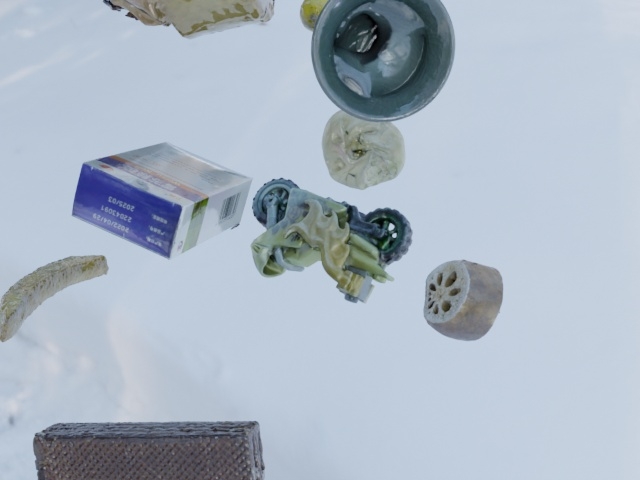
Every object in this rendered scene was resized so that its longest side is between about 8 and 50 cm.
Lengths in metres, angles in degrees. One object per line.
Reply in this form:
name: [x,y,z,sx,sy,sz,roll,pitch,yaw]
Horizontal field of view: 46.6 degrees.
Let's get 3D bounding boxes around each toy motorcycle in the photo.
toy motorcycle: [0.000,0.000,1.672,0.410,0.237,0.168,16,-8,30]

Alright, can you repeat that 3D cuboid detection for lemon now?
lemon: [0.003,-0.469,1.535,0.082,0.082,0.110,25,25,26]

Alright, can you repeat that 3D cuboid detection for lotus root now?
lotus root: [0.216,0.087,1.124,0.081,0.112,0.122,28,59,-33]

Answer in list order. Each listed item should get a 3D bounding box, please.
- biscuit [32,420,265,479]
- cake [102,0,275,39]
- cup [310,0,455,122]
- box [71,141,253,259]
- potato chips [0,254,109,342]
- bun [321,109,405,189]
biscuit: [-0.285,0.359,1.230,0.388,0.107,0.073,-3,8,11]
cake: [-0.250,-0.461,1.123,0.321,0.332,0.332,-7,34,7]
cup: [0.082,-0.280,1.079,0.199,0.199,0.150,2,16,-4]
box: [-0.276,-0.083,1.355,0.200,0.106,0.299,23,19,11]
potato chips: [-0.530,0.092,1.438,0.080,0.057,0.407,15,16,5]
bun: [0.111,-0.229,1.924,0.237,0.210,0.116,28,23,-12]
